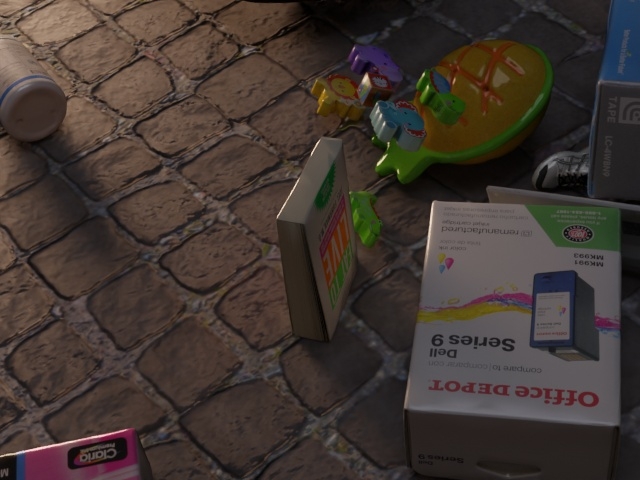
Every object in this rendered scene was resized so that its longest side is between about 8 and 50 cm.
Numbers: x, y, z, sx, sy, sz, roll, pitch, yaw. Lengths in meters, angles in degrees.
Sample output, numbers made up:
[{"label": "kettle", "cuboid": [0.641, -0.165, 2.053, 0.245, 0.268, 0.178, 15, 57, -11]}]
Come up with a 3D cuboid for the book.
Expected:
[{"label": "book", "cuboid": [0.000, 0.000, 1.008, 0.035, 0.144, 0.096, 11, 51, 19]}]

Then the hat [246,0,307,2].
[{"label": "hat", "cuboid": [-0.048, -0.316, 1.286, 0.331, 0.331, 0.134, 11, 91, 19]}]

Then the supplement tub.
[{"label": "supplement tub", "cuboid": [-0.309, -0.155, 1.254, 0.071, 0.071, 0.107, -30, 49, -18]}]

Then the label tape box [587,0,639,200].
[{"label": "label tape box", "cuboid": [0.410, -0.119, 1.033, 0.347, 0.115, 0.249, 7, 30, 13]}]

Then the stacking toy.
[{"label": "stacking toy", "cuboid": [0.062, -0.127, 1.110, 0.052, 0.167, 0.221, 8, 44, -24]}]

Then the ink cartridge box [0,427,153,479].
[{"label": "ink cartridge box", "cuboid": [-0.190, 0.304, 0.816, 0.175, 0.069, 0.371, -11, 49, -1]}]

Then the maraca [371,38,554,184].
[{"label": "maraca", "cuboid": [0.129, -0.118, 1.136, 0.185, 0.099, 0.127, -27, 39, 21]}]

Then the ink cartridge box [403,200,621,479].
[{"label": "ink cartridge box", "cuboid": [0.152, 0.076, 0.950, 0.154, 0.093, 0.212, 3, 50, 11]}]

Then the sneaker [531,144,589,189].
[{"label": "sneaker", "cuboid": [0.231, -0.062, 1.106, 0.083, 0.032, 0.037, -21, 47, -9]}]

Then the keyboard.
[{"label": "keyboard", "cuboid": [0.259, -0.004, 0.998, 0.256, 0.072, 0.014, 10, 50, 27]}]
